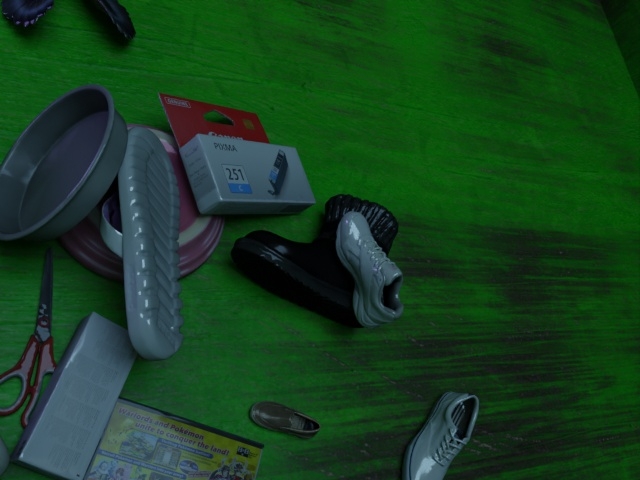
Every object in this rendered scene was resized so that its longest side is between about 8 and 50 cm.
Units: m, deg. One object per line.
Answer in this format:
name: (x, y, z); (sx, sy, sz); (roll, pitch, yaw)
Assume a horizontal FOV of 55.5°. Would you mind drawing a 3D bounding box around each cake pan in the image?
cake pan: (-0.424, -0.120, 0.987); (0.054, 0.293, 0.293); (41, 46, -46)

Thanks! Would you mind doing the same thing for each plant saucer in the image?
plant saucer: (-0.327, -0.083, 1.128); (0.332, 0.084, 0.332); (13, 62, -25)

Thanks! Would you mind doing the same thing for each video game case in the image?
video game case: (-0.245, 0.410, 0.967); (0.274, 0.035, 0.248); (25, 57, -18)

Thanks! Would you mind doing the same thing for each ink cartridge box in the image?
ink cartridge box: (-0.159, -0.180, 1.226); (0.296, 0.066, 0.261); (-4, 69, -56)

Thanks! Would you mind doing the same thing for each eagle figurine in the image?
eagle figurine: (-0.506, -0.553, 1.215); (0.226, 0.225, 0.298); (0, 98, 11)

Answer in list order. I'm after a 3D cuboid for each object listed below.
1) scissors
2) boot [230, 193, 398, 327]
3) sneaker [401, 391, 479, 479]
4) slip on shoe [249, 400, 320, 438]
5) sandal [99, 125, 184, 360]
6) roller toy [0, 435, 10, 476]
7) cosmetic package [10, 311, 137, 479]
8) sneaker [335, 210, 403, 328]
scissors: (-0.441, 0.154, 0.986); (0.109, 0.021, 0.297); (21, 56, -20)
boot: (-0.002, 0.001, 1.249); (0.348, 0.131, 0.260); (31, 61, -28)
sneaker: (0.245, 0.406, 1.227); (0.094, 0.091, 0.258); (40, 53, -9)
slip on shoe: (-0.063, 0.328, 1.112); (0.135, 0.041, 0.051); (28, 56, -17)
sandal: (-0.302, -0.009, 0.983); (0.102, 0.169, 0.416); (-15, 62, 9)
roller toy: (-0.508, 0.258, 0.786); (0.146, 0.209, 0.191); (-39, 103, -39)
cosmetic package: (-0.371, 0.240, 0.941); (0.099, 0.060, 0.239); (35, 50, -25)
sneaker: (0.107, 0.049, 1.160); (0.090, 0.115, 0.232); (-17, 89, -40)
